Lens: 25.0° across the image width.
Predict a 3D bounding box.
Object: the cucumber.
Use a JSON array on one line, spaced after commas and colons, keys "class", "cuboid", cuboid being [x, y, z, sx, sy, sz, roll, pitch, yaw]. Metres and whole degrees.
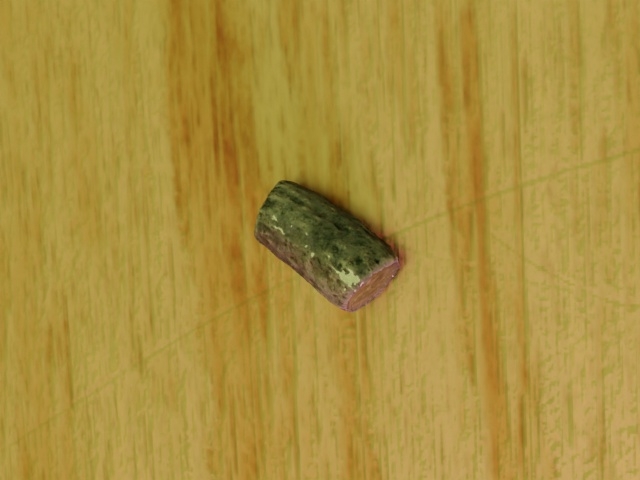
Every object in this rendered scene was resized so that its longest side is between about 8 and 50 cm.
[{"class": "cucumber", "cuboid": [0.001, 0.002, 1.075, 0.112, 0.064, 0.064, 39, 113, 18]}]
